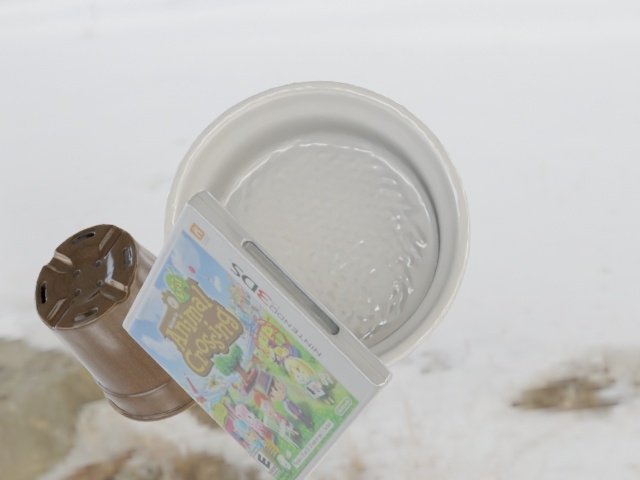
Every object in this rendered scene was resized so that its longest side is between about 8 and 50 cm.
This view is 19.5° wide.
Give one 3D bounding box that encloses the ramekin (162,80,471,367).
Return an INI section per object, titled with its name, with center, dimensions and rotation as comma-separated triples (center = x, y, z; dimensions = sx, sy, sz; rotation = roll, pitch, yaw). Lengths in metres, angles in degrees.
[ramekin]
center = 0.000, 0.000, 1.724
dimensions = 0.277, 0.277, 0.135
rotation = -9, -7, 3

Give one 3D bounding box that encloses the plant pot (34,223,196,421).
[plant pot]
center = -0.199, 0.076, 1.919
dimensions = 0.167, 0.165, 0.167
rotation = -17, 50, 22

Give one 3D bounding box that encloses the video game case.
[video game case]
center = -0.054, 0.082, 1.401
dimensions = 0.023, 0.193, 0.212
rotation = -41, -8, -33
